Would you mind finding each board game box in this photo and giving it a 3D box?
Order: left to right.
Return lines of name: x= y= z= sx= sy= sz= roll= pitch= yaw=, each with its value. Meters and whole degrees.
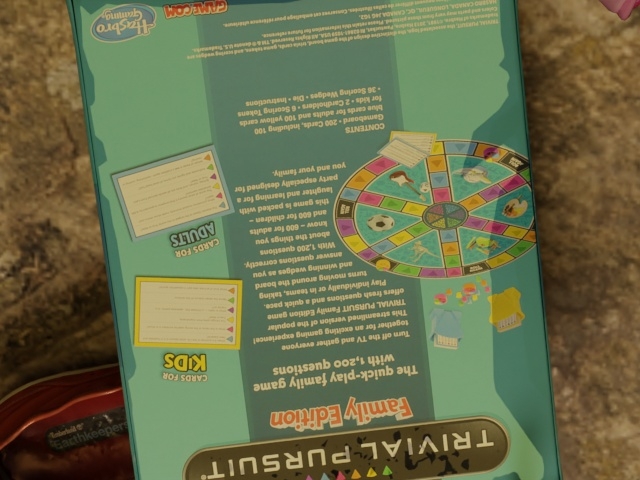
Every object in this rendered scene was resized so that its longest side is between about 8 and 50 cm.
board game box: x=0.000 y=0.000 z=1.070 sx=0.254 sy=0.079 sz=0.336 roll=-6 pitch=101 yaw=0

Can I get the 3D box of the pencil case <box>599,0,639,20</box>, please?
pencil case: x=0.091 y=-0.241 z=0.971 sx=0.284 sy=0.124 sz=0.124 roll=35 pitch=114 yaw=4

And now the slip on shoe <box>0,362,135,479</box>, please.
slip on shoe: x=-0.077 y=0.113 z=1.177 sx=0.331 sy=0.101 sz=0.123 roll=-17 pitch=108 yaw=14
